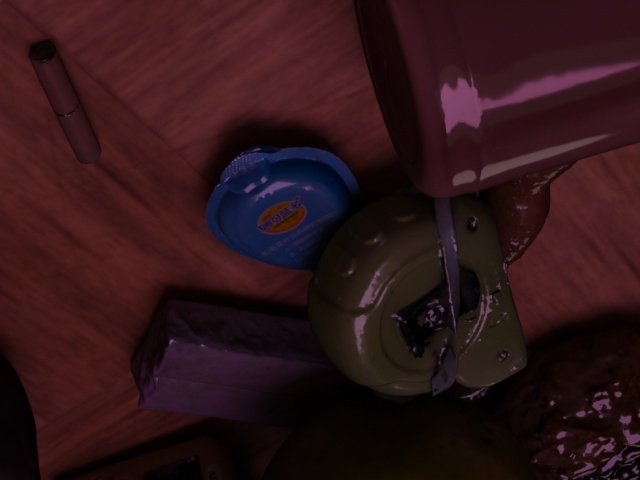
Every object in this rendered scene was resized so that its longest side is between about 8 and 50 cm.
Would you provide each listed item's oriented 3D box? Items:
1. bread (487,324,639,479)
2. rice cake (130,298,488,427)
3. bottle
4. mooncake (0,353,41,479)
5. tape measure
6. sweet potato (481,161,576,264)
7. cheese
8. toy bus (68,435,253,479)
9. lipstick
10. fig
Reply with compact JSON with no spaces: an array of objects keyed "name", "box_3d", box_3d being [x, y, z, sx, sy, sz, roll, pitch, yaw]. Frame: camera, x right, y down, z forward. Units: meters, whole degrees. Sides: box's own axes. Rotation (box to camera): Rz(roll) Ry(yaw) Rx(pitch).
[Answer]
[{"name":"bread","box_3d":[0.249,0.177,1.310,0.230,0.123,0.230,-11,140,-9]},{"name":"rice cake","box_3d":[-0.005,0.105,1.187,0.297,0.050,0.106,9,139,-28]},{"name":"bottle","box_3d":[0.178,-0.142,0.925,0.296,0.173,0.206,-17,170,-5]},{"name":"mooncake","box_3d":[-0.350,0.180,1.069,0.306,0.154,0.306,-9,137,-9]},{"name":"tape measure","box_3d":[0.068,0.040,1.070,0.154,0.087,0.178,-26,123,-15]},{"name":"sweet potato","box_3d":[0.145,-0.040,1.093,0.065,0.051,0.218,14,131,-13]},{"name":"cheese","box_3d":[0.000,0.000,1.095,0.106,0.037,0.256,-29,144,13]},{"name":"toy bus","box_3d":[-0.087,0.336,1.312,0.201,0.177,0.365,-23,139,4]},{"name":"lipstick","box_3d":[-0.161,-0.086,0.956,0.019,0.019,0.094,-18,138,-1]},{"name":"fig","box_3d":[0.070,0.210,1.188,0.233,0.314,0.233,4,105,13]}]
